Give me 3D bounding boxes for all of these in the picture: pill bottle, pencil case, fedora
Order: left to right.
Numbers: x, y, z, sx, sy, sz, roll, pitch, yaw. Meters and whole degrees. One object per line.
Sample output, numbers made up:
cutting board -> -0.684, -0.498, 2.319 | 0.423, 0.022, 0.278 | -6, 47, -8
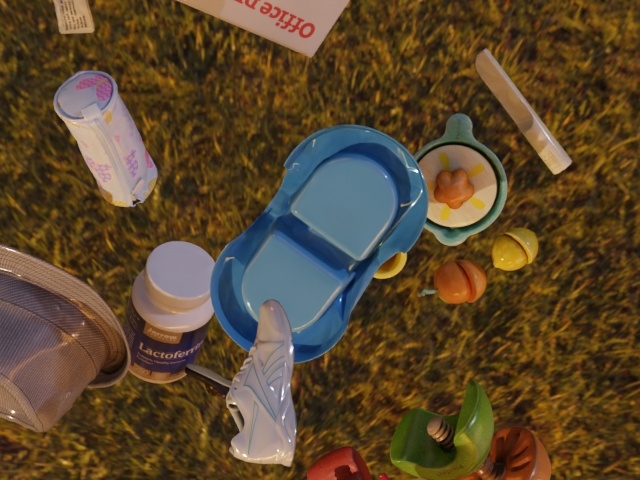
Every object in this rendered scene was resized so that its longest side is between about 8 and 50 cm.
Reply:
fedora -> -0.342, 0.128, 1.148 | 0.244, 0.275, 0.124 | 25, 60, -4
pencil case -> -0.377, -0.175, 1.837 | 0.113, 0.273, 0.124 | -11, 55, 2
pill bottle -> -0.272, 0.129, 1.863 | 0.153, 0.264, 0.153 | 11, 49, -12

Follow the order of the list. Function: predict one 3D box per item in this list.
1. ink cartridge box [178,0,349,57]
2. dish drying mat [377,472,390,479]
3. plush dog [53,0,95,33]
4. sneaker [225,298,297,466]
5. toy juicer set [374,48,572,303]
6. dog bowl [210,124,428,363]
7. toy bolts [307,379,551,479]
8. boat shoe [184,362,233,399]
ink cartridge box -> -0.027, -0.347, 1.001 | 0.289, 0.211, 0.121 | -55, 50, 19
dish drying mat -> 0.090, 0.320, 1.238 | 0.008, 0.032, 0.083 | 7, 36, -41
plush dog -> -0.157, -0.292, 0.721 | 0.262, 0.210, 0.225 | 45, 39, -23
sneaker -> -0.053, 0.122, 0.913 | 0.061, 0.054, 0.152 | 0, 63, -5
toy juicer set -> 0.206, -0.052, 1.342 | 0.209, 0.089, 0.329 | 32, 111, 1
dog bowl -> 0.000, 0.000, 1.171 | 0.166, 0.074, 0.297 | 36, 106, -2
toy bolts -> 0.092, 0.268, 0.909 | 0.158, 0.228, 0.218 | 44, 43, -16
boat shoe -> -0.188, 0.263, 1.875 | 0.133, 0.049, 0.042 | 27, 97, -3
